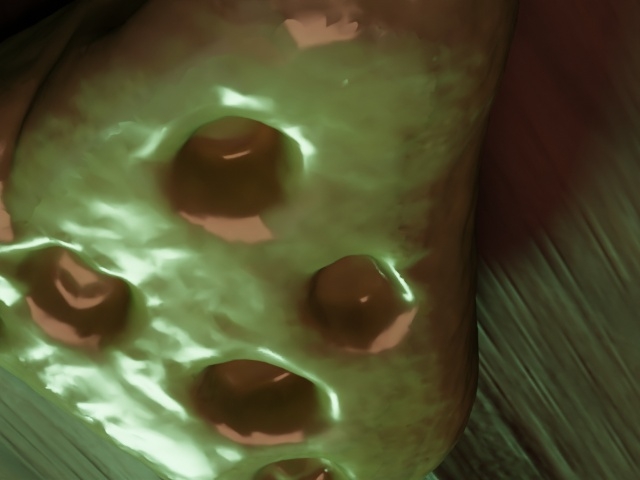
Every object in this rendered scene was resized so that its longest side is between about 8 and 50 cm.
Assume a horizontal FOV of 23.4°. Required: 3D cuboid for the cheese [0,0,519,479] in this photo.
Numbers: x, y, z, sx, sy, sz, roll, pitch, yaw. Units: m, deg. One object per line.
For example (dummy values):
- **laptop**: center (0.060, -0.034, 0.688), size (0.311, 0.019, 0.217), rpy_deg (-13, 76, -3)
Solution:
- **cheese**: center (0.000, 0.000, 0.713), size (0.351, 0.130, 0.328), rpy_deg (-26, 126, 33)
